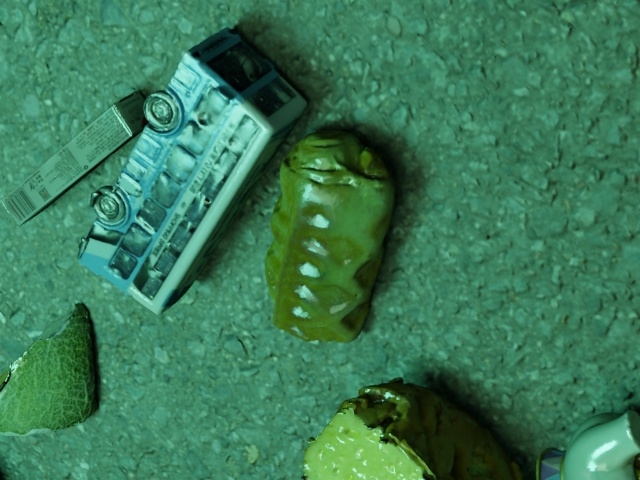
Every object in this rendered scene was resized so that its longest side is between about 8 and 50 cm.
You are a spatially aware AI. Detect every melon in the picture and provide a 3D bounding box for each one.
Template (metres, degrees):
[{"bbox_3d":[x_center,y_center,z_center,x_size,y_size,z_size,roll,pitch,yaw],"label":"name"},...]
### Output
[{"bbox_3d":[-0.330,0.172,1.418,0.139,0.093,0.202,40,97,-27],"label":"melon"}]

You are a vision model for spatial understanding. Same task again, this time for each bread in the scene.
[{"bbox_3d":[0.000,0.000,1.168,0.128,0.088,0.232,29,127,21],"label":"bread"},{"bbox_3d":[0.117,0.261,1.196,0.260,0.147,0.160,44,133,9],"label":"bread"}]

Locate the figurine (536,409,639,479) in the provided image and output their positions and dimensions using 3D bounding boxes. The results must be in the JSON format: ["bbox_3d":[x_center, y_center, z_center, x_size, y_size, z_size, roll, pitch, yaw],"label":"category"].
[{"bbox_3d":[0.340,0.211,1.065,0.263,0.142,0.189,-22,133,31],"label":"figurine"}]

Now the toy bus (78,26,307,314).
[{"bbox_3d":[-0.139,-0.066,1.192,0.131,0.106,0.297,39,125,3],"label":"toy bus"}]

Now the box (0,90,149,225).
[{"bbox_3d":[-0.269,-0.088,1.271,0.218,0.055,0.039,-32,97,33],"label":"box"}]
